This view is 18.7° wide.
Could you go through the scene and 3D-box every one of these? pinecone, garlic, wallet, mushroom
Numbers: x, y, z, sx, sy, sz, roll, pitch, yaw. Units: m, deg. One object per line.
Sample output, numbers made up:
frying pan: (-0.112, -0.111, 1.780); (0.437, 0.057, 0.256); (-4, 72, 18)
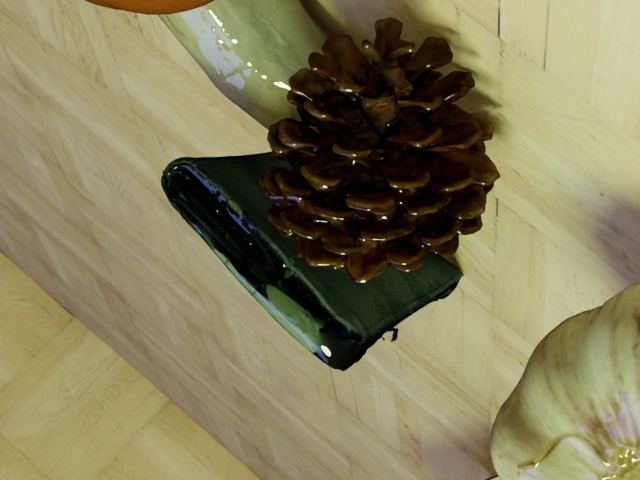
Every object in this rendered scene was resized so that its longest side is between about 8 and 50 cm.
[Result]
pinecone: (0.041, -0.069, 1.296); (0.163, 0.163, 0.165); (35, 139, 32)
garlic: (0.249, 0.126, 1.269); (0.245, 0.245, 0.253); (43, -154, 3)
wallet: (0.000, 0.000, 1.493); (0.191, 0.046, 0.379); (43, -167, 7)
mushroom: (-0.078, -0.191, 1.395); (0.351, 0.095, 0.123); (46, 148, -16)

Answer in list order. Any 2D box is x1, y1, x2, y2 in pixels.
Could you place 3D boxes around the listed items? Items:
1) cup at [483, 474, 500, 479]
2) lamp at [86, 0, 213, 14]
cup: (0.181, 0.351, 1.982); (0.253, 0.253, 0.274); (42, 159, 7)
lamp: (-0.102, -0.239, 1.099); (0.223, 0.197, 0.223); (21, 114, 58)
